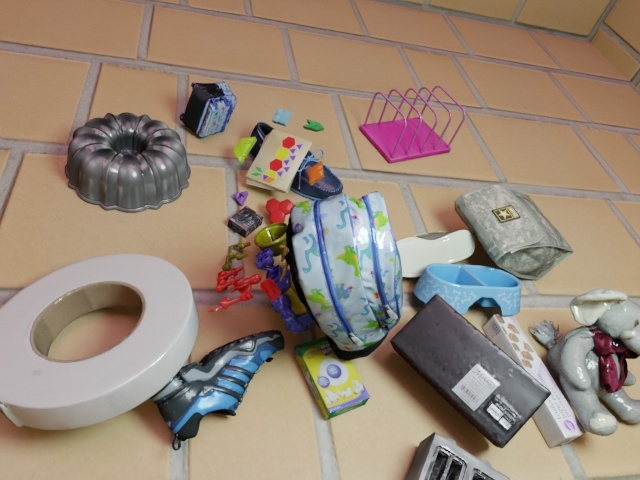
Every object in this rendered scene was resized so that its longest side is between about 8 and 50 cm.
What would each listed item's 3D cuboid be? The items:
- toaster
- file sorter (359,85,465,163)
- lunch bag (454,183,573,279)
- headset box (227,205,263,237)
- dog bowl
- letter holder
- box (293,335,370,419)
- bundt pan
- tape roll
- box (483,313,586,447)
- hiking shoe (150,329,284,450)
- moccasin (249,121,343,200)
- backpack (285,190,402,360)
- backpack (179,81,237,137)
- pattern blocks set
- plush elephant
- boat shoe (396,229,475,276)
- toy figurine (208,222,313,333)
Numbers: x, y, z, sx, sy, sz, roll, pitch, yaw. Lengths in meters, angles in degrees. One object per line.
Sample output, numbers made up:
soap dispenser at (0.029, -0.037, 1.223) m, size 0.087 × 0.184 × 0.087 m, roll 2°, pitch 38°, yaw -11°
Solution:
toaster at (0.243, 0.481, 0.933) m, size 0.168 × 0.110 × 0.185 m, roll 30°, pitch 46°, yaw 11°
file sorter at (0.331, -0.425, 1.760) m, size 0.291 × 0.182 × 0.202 m, roll -15°, pitch 55°, yaw -29°
lunch bag at (0.542, -0.030, 1.428) m, size 0.287 × 0.169 × 0.235 m, roll 9°, pitch 42°, yaw -37°
headset box at (-0.204, -0.049, 1.335) m, size 0.062 × 0.032 × 0.083 m, roll 33°, pitch 45°, yaw 13°
dog bowl at (0.391, 0.122, 1.294) m, size 0.298 × 0.074 × 0.166 m, roll 4°, pitch 21°, yaw -18°
letter holder at (0.323, 0.298, 1.124) m, size 0.152 × 0.214 × 0.302 m, roll -44°, pitch 67°, yaw -8°
box at (0.020, 0.289, 1.087) m, size 0.105 × 0.043 × 0.179 m, roll -12°, pitch 51°, yaw -28°
bundt pan at (-0.517, -0.233, 1.342) m, size 0.331 × 0.124 × 0.330 m, roll 9°, pitch 45°, yaw -10°
tape roll at (-0.432, 0.171, 0.944) m, size 0.393 × 0.071 × 0.391 m, roll -3°, pitch 38°, yaw 2°
box at (0.505, 0.326, 1.197) m, size 0.063 × 0.067 × 0.323 m, roll -3°, pitch 49°, yaw -22°
hiking shoe at (-0.189, 0.283, 1.001) m, size 0.304 × 0.113 × 0.132 m, roll -22°, pitch 86°, yaw -38°
moccasin at (-0.082, -0.237, 1.492) m, size 0.342 × 0.116 × 0.137 m, roll 30°, pitch 46°, yaw 10°
backpack at (0.052, 0.051, 0.988) m, size 0.274 × 0.355 × 0.289 m, roll -16°, pitch 55°, yaw 24°
backpack at (-0.333, -0.417, 1.561) m, size 0.117 × 0.158 × 0.173 m, roll 42°, pitch 37°, yaw 10°
pattern blocks set at (-0.121, -0.223, 1.418) m, size 0.286 × 0.026 × 0.324 m, roll 31°, pitch 79°, yaw 21°
plush elephant at (0.689, 0.251, 1.174) m, size 0.272 × 0.255 × 0.330 m, roll 12°, pitch 35°, yaw -33°
boat shoe at (0.283, 0.035, 1.379) m, size 0.305 × 0.091 × 0.109 m, roll -12°, pitch 93°, yaw -23°
toy figurine at (-0.103, 0.123, 1.156) m, size 0.191 × 0.217 × 0.362 m, roll -30°, pitch 20°, yaw 6°
